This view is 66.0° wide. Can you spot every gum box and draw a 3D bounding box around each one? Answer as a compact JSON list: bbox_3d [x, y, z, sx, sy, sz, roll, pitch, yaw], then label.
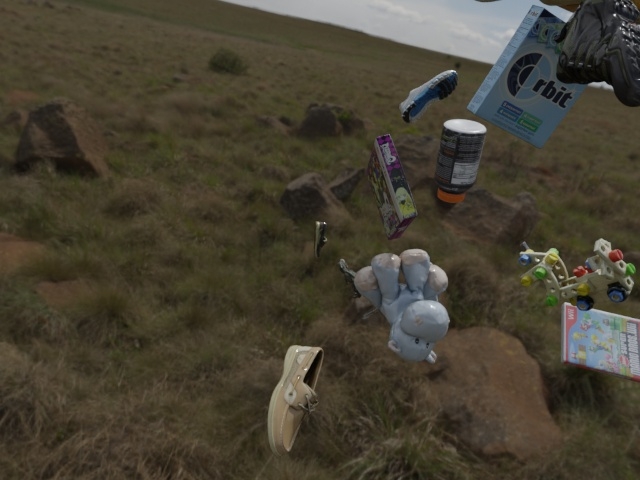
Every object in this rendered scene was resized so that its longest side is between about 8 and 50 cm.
[{"bbox_3d":[0.366,-0.270,0.834,0.156,0.184,0.041,19,28,-20],"label":"gum box"}]

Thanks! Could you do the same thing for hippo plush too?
[{"bbox_3d":[0.202,0.186,1.268,0.234,0.294,0.237,23,32,-17],"label":"hippo plush"}]

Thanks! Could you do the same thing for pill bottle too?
[{"bbox_3d":[0.431,-0.244,1.551,0.130,0.246,0.130,3,32,-2],"label":"pill bottle"}]

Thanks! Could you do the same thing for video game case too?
[{"bbox_3d":[0.751,0.062,1.749,0.122,0.011,0.087,60,12,13],"label":"video game case"},{"bbox_3d":[0.892,0.316,1.516,0.285,0.025,0.204,13,58,9],"label":"video game case"},{"bbox_3d":[0.174,-0.125,1.245,0.041,0.210,0.232,-15,-11,-4],"label":"video game case"}]

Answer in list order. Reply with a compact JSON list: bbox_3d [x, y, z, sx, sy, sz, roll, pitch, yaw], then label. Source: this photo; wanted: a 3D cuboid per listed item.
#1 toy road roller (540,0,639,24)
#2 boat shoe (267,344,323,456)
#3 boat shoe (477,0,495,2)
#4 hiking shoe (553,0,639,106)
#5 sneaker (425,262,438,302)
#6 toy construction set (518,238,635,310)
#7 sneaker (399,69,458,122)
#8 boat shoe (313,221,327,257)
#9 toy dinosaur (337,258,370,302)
[{"bbox_3d":[0.659,-0.611,1.067,0.329,0.241,0.202,8,19,-19],"label":"toy road roller"},{"bbox_3d":[-0.068,0.457,1.444,0.110,0.122,0.341,-5,47,20],"label":"boat shoe"},{"bbox_3d":[0.381,-0.473,0.818,0.116,0.097,0.324,39,-8,-39],"label":"boat shoe"},{"bbox_3d":[0.389,-0.245,0.676,0.086,0.114,0.227,16,53,-13],"label":"hiking shoe"},{"bbox_3d":[0.309,0.190,1.479,0.094,0.258,0.091,5,-3,-2],"label":"sneaker"},{"bbox_3d":[0.717,0.088,1.359,0.151,0.327,0.215,-38,90,-20],"label":"toy construction set"},{"bbox_3d":[0.302,-0.426,1.411,0.071,0.190,0.083,41,22,-39],"label":"sneaker"},{"bbox_3d":[0.000,0.000,1.847,0.049,0.152,0.056,1,35,-2],"label":"boat shoe"},{"bbox_3d":[0.141,0.158,1.666,0.064,0.118,0.268,-38,40,-15],"label":"toy dinosaur"}]
